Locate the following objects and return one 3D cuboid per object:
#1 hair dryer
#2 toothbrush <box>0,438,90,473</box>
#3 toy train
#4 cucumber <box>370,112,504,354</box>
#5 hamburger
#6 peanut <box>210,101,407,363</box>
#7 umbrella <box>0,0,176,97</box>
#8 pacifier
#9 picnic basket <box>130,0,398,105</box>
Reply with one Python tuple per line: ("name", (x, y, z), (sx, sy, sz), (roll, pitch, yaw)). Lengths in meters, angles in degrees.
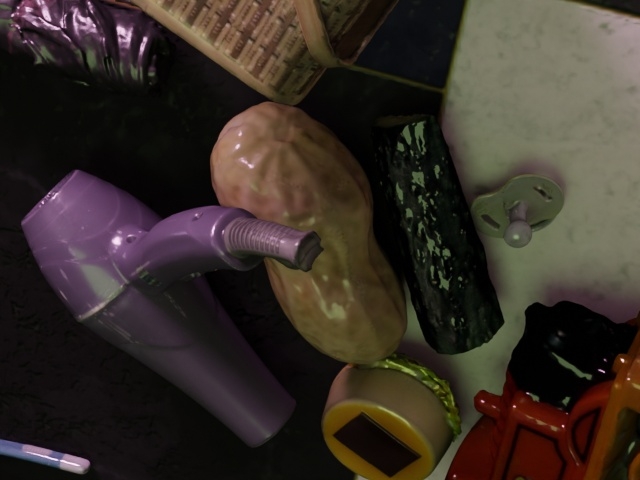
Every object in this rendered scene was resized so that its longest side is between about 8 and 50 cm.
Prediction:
("hair dryer", (-0.088, 0.047, 1.138), (0.301, 0.121, 0.361), (47, 154, -12))
("toothbrush", (-0.378, 0.216, 1.479), (0.275, 0.019, 0.025), (9, 115, 14))
("toy train", (0.230, 0.206, 1.189), (0.231, 0.163, 0.369), (20, 125, 16))
("cucumber", (0.087, -0.005, 1.144), (0.078, 0.062, 0.211), (14, 134, 51))
("hamburger", (0.068, 0.160, 1.258), (0.126, 0.081, 0.141), (26, 137, 5))
("peanut", (0.000, 0.000, 1.158), (0.123, 0.123, 0.257), (-18, 113, 27))
("umbrella", (-0.277, -0.196, 1.147), (0.326, 0.090, 0.094), (20, 147, 6))
("pacifier", (0.165, -0.017, 1.126), (0.083, 0.064, 0.068), (-30, 125, 31))
("picnic basket", (-0.059, -0.276, 0.944), (0.313, 0.228, 0.175), (35, 127, -4))
